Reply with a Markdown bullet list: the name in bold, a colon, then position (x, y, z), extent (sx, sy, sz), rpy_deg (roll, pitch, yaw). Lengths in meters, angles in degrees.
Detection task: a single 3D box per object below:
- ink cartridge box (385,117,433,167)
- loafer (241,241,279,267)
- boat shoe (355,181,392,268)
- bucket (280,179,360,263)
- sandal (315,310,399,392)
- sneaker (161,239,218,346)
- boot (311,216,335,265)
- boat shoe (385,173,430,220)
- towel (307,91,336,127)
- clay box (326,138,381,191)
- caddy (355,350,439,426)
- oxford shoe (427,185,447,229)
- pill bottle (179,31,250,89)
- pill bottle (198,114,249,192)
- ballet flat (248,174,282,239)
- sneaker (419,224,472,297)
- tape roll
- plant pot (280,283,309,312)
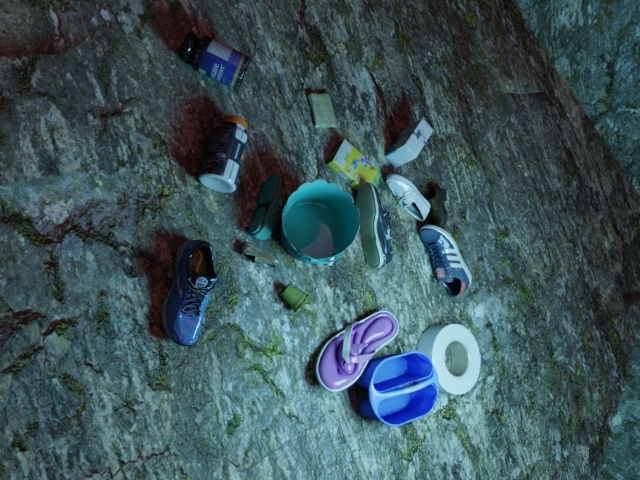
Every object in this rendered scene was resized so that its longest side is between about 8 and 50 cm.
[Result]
- **ink cartridge box**: position (0.384, -0.421, 2.115), extent (0.082, 0.139, 0.191), rpy_deg (42, 60, -16)
- **loafer**: position (-0.211, 0.059, 1.672), extent (0.147, 0.056, 0.050), rpy_deg (30, 65, -14)
- **boat shoe**: position (0.230, -0.064, 1.943), extent (0.112, 0.127, 0.341), rpy_deg (-8, 86, -35)
- **bucket**: position (-0.011, -0.051, 1.702), extent (0.280, 0.183, 0.282), rpy_deg (2, 77, -10)
- **sandal**: position (0.137, 0.372, 1.770), extent (0.169, 0.102, 0.416), rpy_deg (43, 53, 13)
- **sneaker**: position (-0.390, 0.150, 1.475), extent (0.129, 0.147, 0.331), rpy_deg (12, 74, -31)
- **boot**: position (0.000, 0.000, 1.821), extent (0.085, 0.069, 0.190), rpy_deg (6, 68, -25)
- **boat shoe**: position (0.372, -0.180, 2.080), extent (0.258, 0.095, 0.084), rpy_deg (36, 58, -21)
- **towel**: position (0.008, -0.523, 1.960), extent (0.109, 0.027, 0.148), rpy_deg (-11, 85, -35)
- **clay box**: position (0.139, -0.290, 1.978), extent (0.222, 0.053, 0.128), rpy_deg (39, 61, -22)
- **caddy**: position (0.292, 0.544, 1.815), extent (0.341, 0.179, 0.242), rpy_deg (-5, 83, -34)
- **oxford shoe**: position (0.507, -0.138, 2.173), extent (0.096, 0.082, 0.228), rpy_deg (16, 60, -26)
- **pill bottle**: position (-0.361, -0.618, 1.671), extent (0.219, 0.123, 0.123), rpy_deg (22, 67, -13)
- **pill bottle**: position (-0.314, -0.295, 1.635), extent (0.130, 0.130, 0.246), rpy_deg (23, 68, -27)
- **ballet flat**: position (-0.182, -0.111, 1.723), extent (0.087, 0.083, 0.248), rpy_deg (42, 57, -47)
- **sneaker**: position (0.525, 0.097, 2.095), extent (0.350, 0.131, 0.148), rpy_deg (52, 53, -13)
- **tape roll**: position (0.534, 0.491, 2.032), extent (0.285, 0.100, 0.287), rpy_deg (8, 74, -32)
- **plant pot**: position (-0.095, 0.194, 1.706), extent (0.079, 0.083, 0.083), rpy_deg (40, 60, -6)
